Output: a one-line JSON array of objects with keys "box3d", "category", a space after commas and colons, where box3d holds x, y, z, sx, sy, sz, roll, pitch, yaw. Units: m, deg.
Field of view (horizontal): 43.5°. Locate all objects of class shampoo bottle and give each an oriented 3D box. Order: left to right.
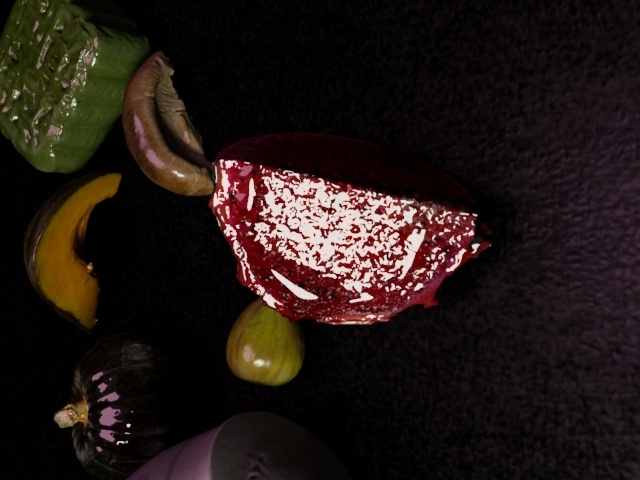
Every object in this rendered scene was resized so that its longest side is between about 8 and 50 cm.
[{"box3d": [-0.097, 0.337, 0.832, 0.266, 0.273, 0.273, -42, 66, 21], "category": "shampoo bottle"}]

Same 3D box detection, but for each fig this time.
[{"box3d": [-0.051, 0.087, 0.926, 0.093, 0.093, 0.166, -1, 63, 40], "category": "fig"}]

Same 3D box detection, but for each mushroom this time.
[{"box3d": [-0.204, -0.143, 1.025, 0.072, 0.094, 0.210, -33, 75, 33], "category": "mushroom"}]

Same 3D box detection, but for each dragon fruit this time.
[{"box3d": [0.029, -0.022, 0.789, 0.163, 0.261, 0.189, 99, -178, -53], "category": "dragon fruit"}]

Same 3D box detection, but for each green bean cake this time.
[{"box3d": [-0.364, -0.231, 1.128, 0.222, 0.125, 0.248, 45, 118, 29], "category": "green bean cake"}]

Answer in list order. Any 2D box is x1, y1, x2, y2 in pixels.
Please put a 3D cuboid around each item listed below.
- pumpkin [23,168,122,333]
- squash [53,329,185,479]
[{"box3d": [-0.389, 0.008, 1.149, 0.130, 0.149, 0.254, 23, 107, 29], "category": "pumpkin"}, {"box3d": [-0.251, 0.214, 1.035, 0.193, 0.156, 0.193, -27, 50, 38], "category": "squash"}]
